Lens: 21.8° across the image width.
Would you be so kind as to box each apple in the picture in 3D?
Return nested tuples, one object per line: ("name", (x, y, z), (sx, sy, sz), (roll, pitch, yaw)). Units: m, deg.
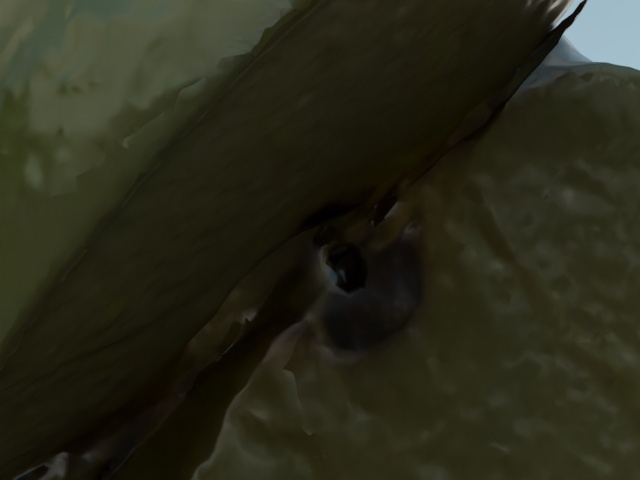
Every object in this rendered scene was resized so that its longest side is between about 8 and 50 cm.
("apple", (-0.013, -0.011, 0.520), (0.258, 0.233, 0.295), (-43, -51, -10))
